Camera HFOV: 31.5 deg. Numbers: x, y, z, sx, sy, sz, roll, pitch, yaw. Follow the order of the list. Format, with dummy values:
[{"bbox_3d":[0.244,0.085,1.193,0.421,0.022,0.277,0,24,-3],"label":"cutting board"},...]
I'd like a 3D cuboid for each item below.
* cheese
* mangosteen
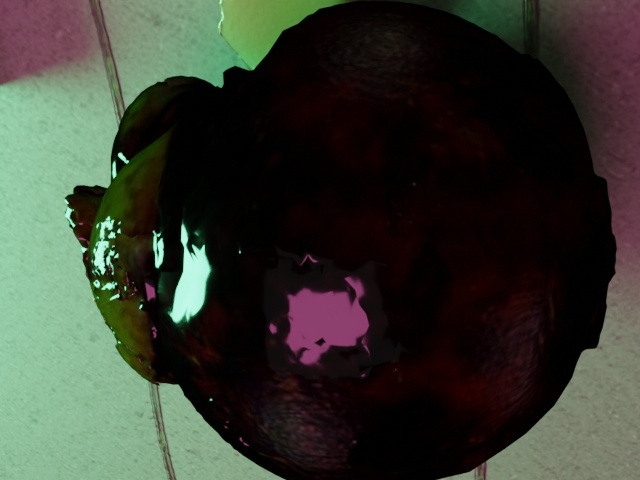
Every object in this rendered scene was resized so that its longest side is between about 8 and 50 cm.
[{"bbox_3d":[0.014,-0.226,0.905,0.255,0.050,0.127,-29,110,36],"label":"cheese"},{"bbox_3d":[0.018,0.014,0.883,0.421,0.381,0.381,-15,120,41],"label":"mangosteen"}]
